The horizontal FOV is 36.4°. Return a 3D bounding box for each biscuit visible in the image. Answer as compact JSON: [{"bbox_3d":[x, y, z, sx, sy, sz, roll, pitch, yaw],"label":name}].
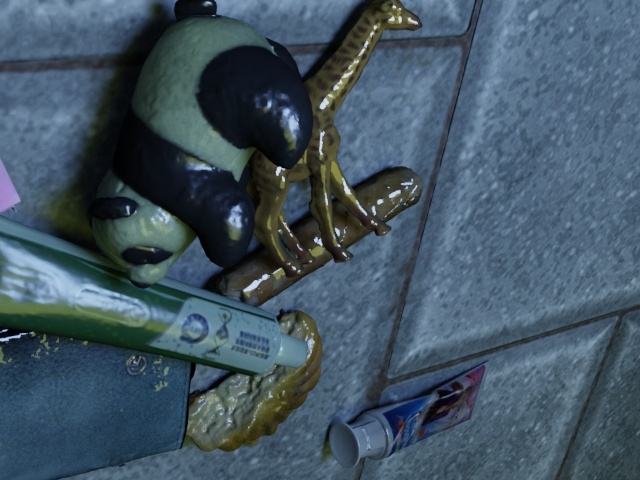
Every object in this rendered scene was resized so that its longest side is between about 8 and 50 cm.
[{"bbox_3d":[-0.058,0.163,1.046,0.183,0.061,0.118,-46,139,-2],"label":"biscuit"}]

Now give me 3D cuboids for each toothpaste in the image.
[{"bbox_3d":[0.127,0.226,1.254,0.266,0.061,0.096,-12,126,-40],"label":"toothpaste"},{"bbox_3d":[-0.167,0.060,0.846,0.392,0.061,0.099,20,85,-34],"label":"toothpaste"}]

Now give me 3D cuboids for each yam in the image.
[{"bbox_3d":[0.000,0.000,0.975,0.241,0.057,0.057,-32,135,-17],"label":"yam"}]

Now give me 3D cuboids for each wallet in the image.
[{"bbox_3d":[-0.285,0.153,0.862,0.378,0.046,0.191,-9,123,-33],"label":"wallet"}]

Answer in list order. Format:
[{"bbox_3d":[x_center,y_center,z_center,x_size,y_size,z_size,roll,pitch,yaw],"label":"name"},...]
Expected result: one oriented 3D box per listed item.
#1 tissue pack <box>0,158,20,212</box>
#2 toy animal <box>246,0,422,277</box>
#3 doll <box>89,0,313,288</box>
[{"bbox_3d":[-0.343,-0.039,0.639,0.246,0.092,0.149,-31,136,-18],"label":"tissue pack"},{"bbox_3d":[0.007,-0.097,0.894,0.149,0.054,0.276,5,103,-7],"label":"toy animal"},{"bbox_3d":[-0.100,-0.072,0.789,0.135,0.143,0.234,24,106,-16],"label":"doll"}]
